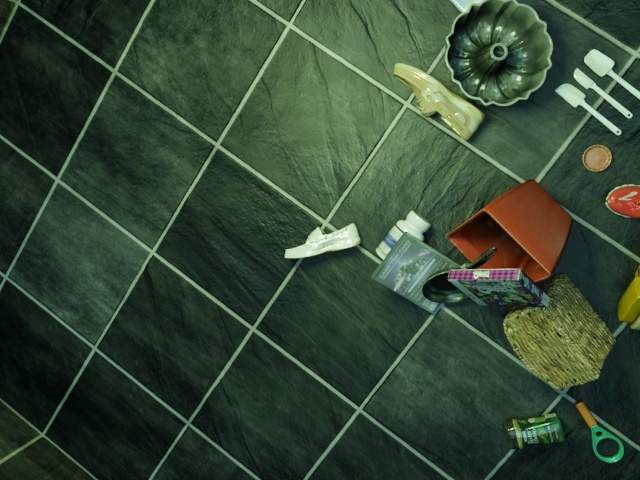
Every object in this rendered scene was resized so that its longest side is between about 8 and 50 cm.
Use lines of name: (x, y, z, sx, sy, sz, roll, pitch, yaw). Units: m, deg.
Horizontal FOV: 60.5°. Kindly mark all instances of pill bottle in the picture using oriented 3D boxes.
pill bottle: (0.286, -0.005, 1.865, 0.112, 0.112, 0.186, 39, 104, 6)

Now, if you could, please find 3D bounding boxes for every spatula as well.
spatula: (0.886, -0.458, 1.709, 0.242, 0.019, 0.168, 42, 103, 7)

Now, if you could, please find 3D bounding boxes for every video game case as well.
video game case: (0.334, 0.112, 1.849, 0.274, 0.026, 0.196, 31, 105, -20)
video game case: (0.541, 0.146, 1.670, 0.232, 0.210, 0.041, -4, 61, 45)

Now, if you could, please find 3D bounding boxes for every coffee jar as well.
coffee jar: (0.722, 0.649, 1.861, 0.185, 0.079, 0.096, -15, 93, 15)

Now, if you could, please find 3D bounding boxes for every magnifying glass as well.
magnifying glass: (0.928, 0.640, 1.839, 0.092, 0.026, 0.230, -33, 88, 15)

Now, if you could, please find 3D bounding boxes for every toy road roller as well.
toy road roller: (1.064, 0.115, 1.677, 0.203, 0.240, 0.329, 11, 137, 12)

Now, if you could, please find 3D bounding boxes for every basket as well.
basket: (0.771, 0.304, 1.799, 0.299, 0.223, 0.213, 52, 138, 3)

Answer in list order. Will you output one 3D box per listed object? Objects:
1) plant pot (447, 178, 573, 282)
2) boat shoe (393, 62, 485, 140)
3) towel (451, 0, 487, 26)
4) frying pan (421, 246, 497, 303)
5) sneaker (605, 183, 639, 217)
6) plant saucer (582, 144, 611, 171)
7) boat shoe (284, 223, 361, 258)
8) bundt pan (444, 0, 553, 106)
plant pot: (0.606, -0.031, 1.700, 0.267, 0.267, 0.236, 46, 69, 4)
boat shoe: (0.366, -0.454, 1.783, 0.341, 0.122, 0.110, 36, 103, 6)
towel: (0.490, -0.849, 1.750, 0.209, 0.034, 0.285, -43, 84, 17)
frying pan: (0.430, 0.107, 1.757, 0.198, 0.053, 0.326, -2, 142, 1)
sneaker: (1.027, -0.104, 1.672, 0.279, 0.118, 0.107, 15, 100, 11)
plant saucer: (0.877, -0.261, 1.742, 0.084, 0.013, 0.083, 2, 98, 13)
boat shoe: (0.000, 0.000, 1.946, 0.277, 0.098, 0.096, -14, 93, 5)
bundt pan: (0.534, -0.567, 1.702, 0.331, 0.124, 0.330, 0, 91, -2)
